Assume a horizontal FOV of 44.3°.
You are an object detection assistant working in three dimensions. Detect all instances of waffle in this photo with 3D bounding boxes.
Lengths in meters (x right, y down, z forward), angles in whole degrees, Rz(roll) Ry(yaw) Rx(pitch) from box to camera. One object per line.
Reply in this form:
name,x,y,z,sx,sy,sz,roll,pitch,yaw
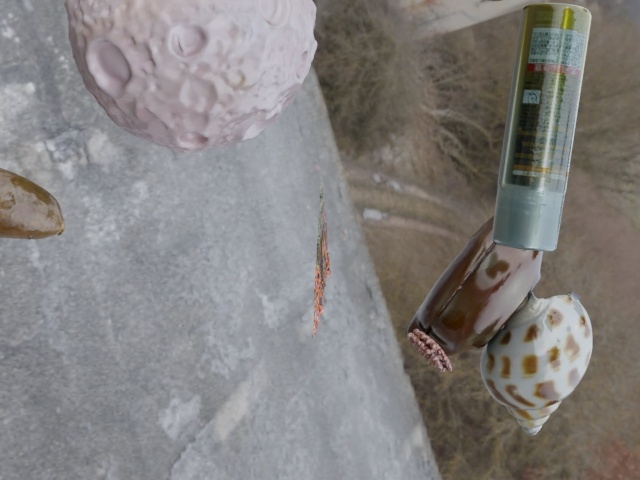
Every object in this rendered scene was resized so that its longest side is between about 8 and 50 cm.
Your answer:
waffle,0.167,0.169,1.204,0.075,0.029,0.083,50,-7,-37

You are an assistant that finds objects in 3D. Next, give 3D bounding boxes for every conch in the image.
conch,0.364,0.217,1.332,0.275,0.183,0.149,82,9,-50

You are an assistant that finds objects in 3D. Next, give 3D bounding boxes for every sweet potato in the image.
sweet potato,-0.417,-0.074,0.764,0.114,0.341,0.092,-48,161,-50

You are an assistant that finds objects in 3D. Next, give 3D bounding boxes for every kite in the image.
kite,0.001,0.000,0.788,0.222,0.008,0.125,-76,165,-74

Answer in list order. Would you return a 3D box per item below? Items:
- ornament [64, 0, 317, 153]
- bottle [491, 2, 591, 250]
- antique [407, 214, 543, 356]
ornament,-0.128,-0.216,0.835,0.225,0.259,0.259,68,24,-49
bottle,0.262,-0.131,0.941,0.082,0.082,0.286,-4,102,-64
antique,0.264,0.083,1.308,0.129,0.278,0.223,38,26,10
